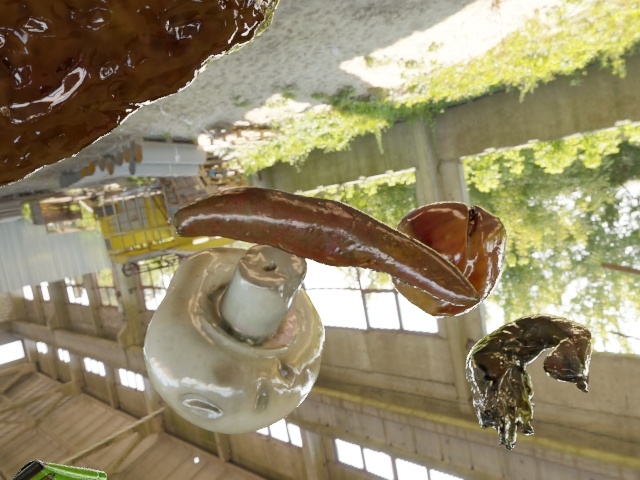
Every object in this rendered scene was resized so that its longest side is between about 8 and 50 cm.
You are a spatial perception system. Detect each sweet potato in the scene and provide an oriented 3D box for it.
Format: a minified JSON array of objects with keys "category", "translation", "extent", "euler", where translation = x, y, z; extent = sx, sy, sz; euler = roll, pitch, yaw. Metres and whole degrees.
[{"category":"sweet potato","translation":[0.005,-0.003,0.394],"extent":[0.255,0.058,0.078],"euler":[16,-154,7]}]

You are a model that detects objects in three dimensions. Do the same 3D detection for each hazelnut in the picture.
[{"category":"hazelnut","translation":[0.191,0.031,0.698],"extent":[0.182,0.182,0.182],"euler":[-10,-175,1]}]

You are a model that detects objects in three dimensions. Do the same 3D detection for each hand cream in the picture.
[{"category":"hand cream","translation":[-0.323,0.297,0.591],"extent":[0.036,0.122,0.023],"euler":[-37,-130,0]}]

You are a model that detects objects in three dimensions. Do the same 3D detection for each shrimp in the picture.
[{"category":"shrimp","translation":[0.233,0.143,0.510],"extent":[0.145,0.059,0.254],"euler":[-30,179,14]}]

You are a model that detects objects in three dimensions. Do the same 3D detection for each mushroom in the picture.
[{"category":"mushroom","translation":[-0.162,0.153,0.869],"extent":[0.325,0.353,0.353],"euler":[19,-159,33]}]

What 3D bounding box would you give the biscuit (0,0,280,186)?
[{"category":"biscuit","translation":[-0.235,-0.261,0.329],"extent":[0.342,0.395,0.166],"euler":[-32,-141,-2]}]
